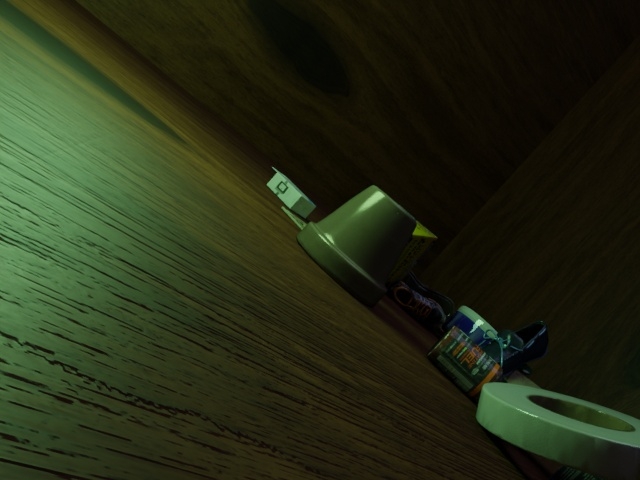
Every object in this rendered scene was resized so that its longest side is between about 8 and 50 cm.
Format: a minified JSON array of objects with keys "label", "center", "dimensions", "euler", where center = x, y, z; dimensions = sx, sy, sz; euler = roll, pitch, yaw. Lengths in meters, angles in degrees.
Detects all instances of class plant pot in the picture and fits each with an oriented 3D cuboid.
[{"label":"plant pot","center":[0.109,-0.007,1.546],"dimensions":[0.263,0.229,0.263],"euler":[41,5,-4]}]

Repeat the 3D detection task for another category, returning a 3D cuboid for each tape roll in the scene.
[{"label":"tape roll","center":[0.510,0.377,1.252],"dimensions":[0.391,0.072,0.392],"euler":[13,-1,0]}]

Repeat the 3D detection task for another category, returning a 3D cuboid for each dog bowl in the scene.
[{"label":"dog bowl","center":[0.537,0.351,2.114],"dimensions":[0.265,0.104,0.265],"euler":[48,-4,4]}]

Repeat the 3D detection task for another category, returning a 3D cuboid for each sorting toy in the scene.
[{"label":"sorting toy","center":[0.589,0.463,1.821],"dimensions":[0.132,0.046,0.274],"euler":[37,33,21]}]

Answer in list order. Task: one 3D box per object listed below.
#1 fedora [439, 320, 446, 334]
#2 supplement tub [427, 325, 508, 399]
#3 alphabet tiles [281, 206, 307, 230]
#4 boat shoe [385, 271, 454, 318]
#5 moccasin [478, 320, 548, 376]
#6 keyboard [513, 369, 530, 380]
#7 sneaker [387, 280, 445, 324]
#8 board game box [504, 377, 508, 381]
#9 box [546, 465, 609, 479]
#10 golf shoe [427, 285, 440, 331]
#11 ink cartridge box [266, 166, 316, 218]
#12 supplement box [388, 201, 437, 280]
[{"label":"fedora","center":[0.420,0.268,2.325],"dimensions":[0.194,0.079,0.194],"euler":[41,6,-6]},{"label":"supplement tub","center":[0.357,0.304,1.485],"dimensions":[0.198,0.106,0.106],"euler":[42,6,11]},{"label":"alphabet tiles","center":[0.000,0.000,1.874],"dimensions":[0.237,0.009,0.198],"euler":[35,8,-47]},{"label":"boat shoe","center":[0.310,0.179,2.144],"dimensions":[0.307,0.111,0.104],"euler":[37,-9,8]},{"label":"moccasin","center":[0.562,0.319,1.904],"dimensions":[0.341,0.117,0.137],"euler":[-15,26,-37]},{"label":"keyboard","center":[0.695,0.476,2.144],"dimensions":[0.108,0.023,0.180],"euler":[-123,-167,-69]},{"label":"sneaker","center":[0.311,0.211,2.041],"dimensions":[0.214,0.084,0.083],"euler":[31,4,4]},{"label":"board game box","center":[0.689,0.544,2.268],"dimensions":[0.124,0.039,0.259],"euler":[40,4,-11]},{"label":"box","center":[0.542,0.514,1.202],"dimensions":[0.156,0.093,0.158],"euler":[37,8,-41]},{"label":"golf shoe","center":[0.366,0.249,2.214],"dimensions":[0.069,0.085,0.176],"euler":[84,-13,-72]},{"label":"ink cartridge box","center":[-0.108,-0.161,2.102],"dimensions":[0.180,0.060,0.104],"euler":[46,8,34]},{"label":"supplement box","center":[0.193,-0.001,1.924],"dimensions":[0.195,0.194,0.356],"euler":[43,15,18]}]
